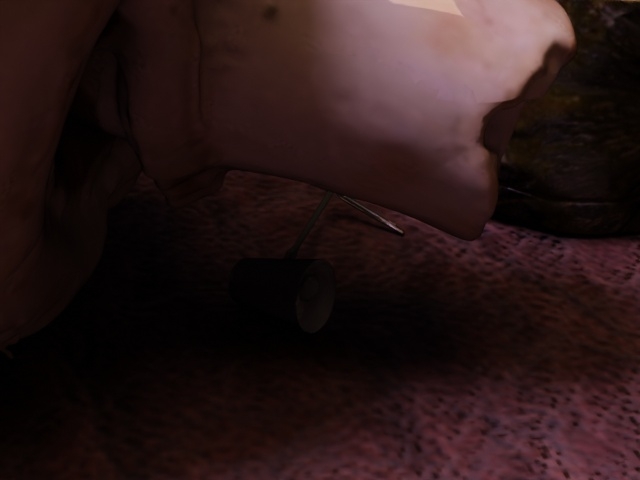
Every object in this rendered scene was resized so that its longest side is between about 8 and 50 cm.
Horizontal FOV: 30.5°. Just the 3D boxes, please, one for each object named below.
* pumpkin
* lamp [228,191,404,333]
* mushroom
[{"bbox_3d":[0.143,-0.073,0.585,0.248,0.131,0.126,22,34,28],"label":"pumpkin"},{"bbox_3d":[-0.001,0.000,0.544,0.054,0.041,0.121,9,31,31],"label":"lamp"},{"bbox_3d":[-0.064,-0.072,0.447,0.290,0.292,0.292,25,29,-1],"label":"mushroom"}]
